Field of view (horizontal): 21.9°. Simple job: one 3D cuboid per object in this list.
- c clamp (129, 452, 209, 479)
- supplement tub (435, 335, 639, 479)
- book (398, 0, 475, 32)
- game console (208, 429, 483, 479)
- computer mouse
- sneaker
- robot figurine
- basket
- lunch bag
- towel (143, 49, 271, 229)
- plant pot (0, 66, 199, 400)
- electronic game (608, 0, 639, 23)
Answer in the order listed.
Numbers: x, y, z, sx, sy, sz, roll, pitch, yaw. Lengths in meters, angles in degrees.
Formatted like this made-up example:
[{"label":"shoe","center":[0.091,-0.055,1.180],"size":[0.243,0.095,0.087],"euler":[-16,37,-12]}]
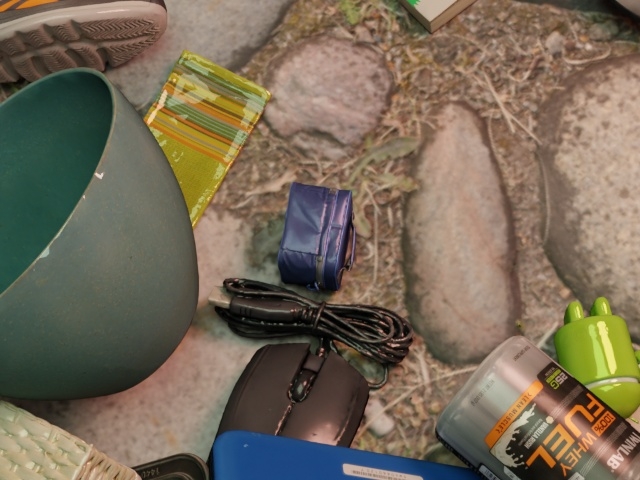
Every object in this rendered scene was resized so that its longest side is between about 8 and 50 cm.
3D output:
[{"label":"c clamp","center":[-0.157,0.255,1.419],"size":[0.161,0.022,0.137],"euler":[-25,51,22]},{"label":"supplement tub","center":[0.200,0.179,1.380],"size":[0.190,0.117,0.117],"euler":[39,76,13]},{"label":"book","center":[0.133,-0.282,1.636],"size":[0.144,0.035,0.096],"euler":[-39,67,-10]},{"label":"game console","center":[0.033,0.317,1.357],"size":[0.293,0.173,0.250],"euler":[12,37,-16]},{"label":"computer mouse","center":[-0.037,0.162,1.447],"size":[0.189,0.072,0.272],"euler":[13,70,8]},{"label":"sneaker","center":[-0.313,-0.249,1.598],"size":[0.321,0.124,0.180],"euler":[-8,69,0]},{"label":"robot figurine","center":[0.245,0.110,1.452],"size":[0.101,0.067,0.115],"euler":[-9,68,-5]},{"label":"basket","center":[-0.258,0.206,1.406],"size":[0.167,0.103,0.113],"euler":[20,73,26]},{"label":"lunch bag","center":[0.000,0.000,1.511],"size":[0.065,0.067,0.098],"euler":[7,69,6]},{"label":"towel","center":[-0.144,-0.066,1.571],"size":[0.102,0.021,0.237],"euler":[24,72,13]},{"label":"plant pot","center":[-0.218,0.025,1.419],"size":[0.290,0.195,0.290],"euler":[-30,35,25]},{"label":"electronic game","center":[0.361,-0.299,1.616],"size":[0.229,0.048,0.229],"euler":[2,67,-4]}]
